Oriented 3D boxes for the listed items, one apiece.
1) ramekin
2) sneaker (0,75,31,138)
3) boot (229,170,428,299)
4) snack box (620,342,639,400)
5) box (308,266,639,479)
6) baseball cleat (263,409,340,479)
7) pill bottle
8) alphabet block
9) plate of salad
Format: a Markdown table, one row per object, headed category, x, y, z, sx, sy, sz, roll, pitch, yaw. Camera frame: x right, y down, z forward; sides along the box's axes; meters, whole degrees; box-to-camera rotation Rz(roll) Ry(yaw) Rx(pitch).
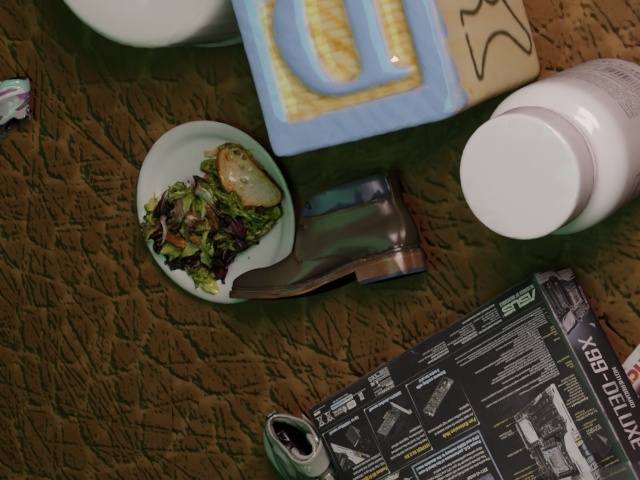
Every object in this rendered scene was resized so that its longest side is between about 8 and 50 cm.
| category | x | y | z | sx | sy | sz | roll | pitch | yaw |
| --- | --- | --- | --- | --- | --- | --- | --- | --- | --- |
| ramekin | -0.147 | -0.318 | 1.464 | 0.277 | 0.135 | 0.277 | 9 | 108 | 27 |
| sneaker | -0.369 | -0.149 | 1.697 | 0.098 | 0.038 | 0.069 | 2 | 105 | 30 |
| boot | 0.000 | 0.000 | 1.516 | 0.219 | 0.082 | 0.106 | -11 | 86 | 24 |
| snack box | 0.333 | 0.095 | 1.374 | 0.064 | 0.022 | 0.178 | 42 | 121 | 15 |
| box | 0.161 | 0.202 | 1.444 | 0.307 | 0.076 | 0.242 | -35 | 73 | 33 |
| baseball cleat | 0.013 | 0.258 | 1.556 | 0.206 | 0.109 | 0.072 | 40 | 76 | 14 |
| pill bottle | 0.210 | -0.076 | 1.272 | 0.131 | 0.229 | 0.131 | 9 | 108 | 28 |
| alphabet block | 0.059 | -0.198 | 1.343 | 0.193 | 0.197 | 0.192 | -9 | 99 | 31 |
| plate of salad | -0.118 | -0.026 | 1.583 | 0.200 | 0.048 | 0.199 | 9 | 109 | 27 |
